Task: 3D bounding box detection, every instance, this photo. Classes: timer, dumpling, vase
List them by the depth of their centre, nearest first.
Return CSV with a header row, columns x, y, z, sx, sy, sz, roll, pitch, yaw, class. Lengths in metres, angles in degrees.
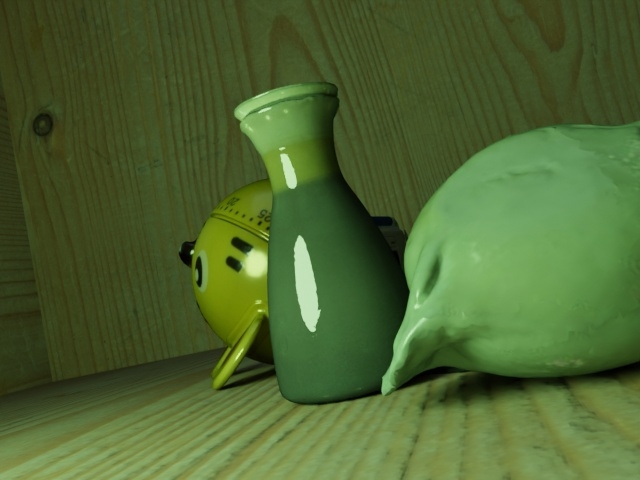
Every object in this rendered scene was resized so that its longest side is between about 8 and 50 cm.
x,y,z,sx,sy,sz,roll,pitch,yaw,class
0.206,0.003,0.561,0.320,0.212,0.270,-6,0,9,dumpling
0.000,0.000,0.724,0.173,0.321,0.173,-16,-1,0,vase
-0.089,0.086,1.183,0.387,0.376,0.376,-55,2,-10,timer
0.135,0.074,1.373,0.078,0.254,0.178,-14,-5,30,timer

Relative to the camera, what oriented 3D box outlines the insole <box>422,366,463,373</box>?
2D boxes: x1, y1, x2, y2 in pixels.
x,y,z,sx,sy,sz,roll,pitch,yaw,class
0.174,0.127,0.719,0.110,0.012,0.309,-9,-6,-42,insole
